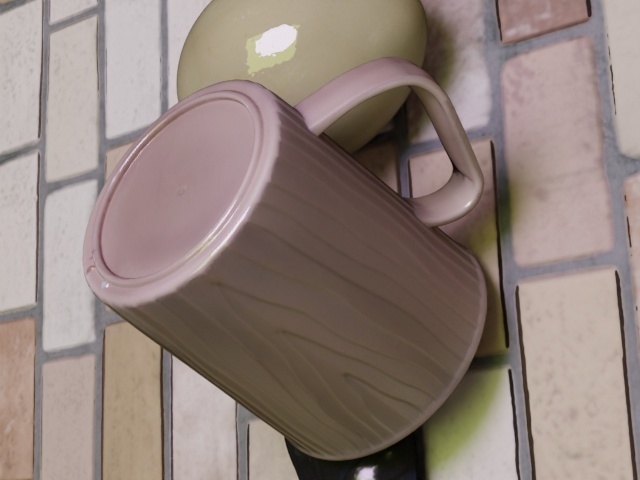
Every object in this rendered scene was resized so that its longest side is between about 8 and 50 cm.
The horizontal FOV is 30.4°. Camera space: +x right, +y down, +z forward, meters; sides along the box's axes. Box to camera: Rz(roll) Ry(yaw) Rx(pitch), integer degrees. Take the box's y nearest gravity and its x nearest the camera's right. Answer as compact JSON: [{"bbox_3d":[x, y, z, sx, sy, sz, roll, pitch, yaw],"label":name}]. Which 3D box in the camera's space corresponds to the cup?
[{"bbox_3d":[-0.001,0.015,0.926,0.288,0.273,0.208,-26,43,29],"label":"cup"}]

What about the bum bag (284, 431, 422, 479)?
[{"bbox_3d":[0.044,0.242,0.991,0.137,0.074,0.310,-31,60,30],"label":"bum bag"}]

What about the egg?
[{"bbox_3d":[-0.017,-0.158,1.053,0.241,0.186,0.186,-29,64,19],"label":"egg"}]
